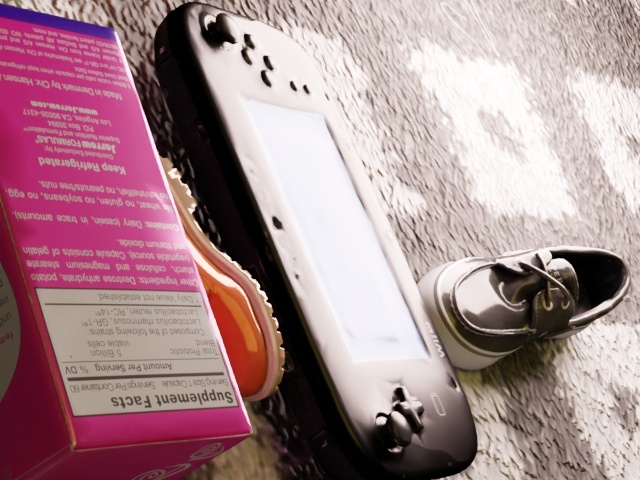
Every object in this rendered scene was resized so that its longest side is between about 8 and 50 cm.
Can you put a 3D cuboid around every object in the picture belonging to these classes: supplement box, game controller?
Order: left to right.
[{"bbox_3d":[-0.136,0.013,0.659,0.114,0.111,0.220,6,59,-50],"label":"supplement box"},{"bbox_3d":[0.000,0.000,0.879,0.166,0.067,0.319,-2,65,-52],"label":"game controller"}]

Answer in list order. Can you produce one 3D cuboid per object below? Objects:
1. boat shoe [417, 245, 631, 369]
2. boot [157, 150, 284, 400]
[{"bbox_3d":[0.154,0.039,1.028,0.228,0.076,0.080,1,61,-51],"label":"boat shoe"},{"bbox_3d":[-0.086,0.027,0.764,0.158,0.059,0.084,53,36,10],"label":"boot"}]
